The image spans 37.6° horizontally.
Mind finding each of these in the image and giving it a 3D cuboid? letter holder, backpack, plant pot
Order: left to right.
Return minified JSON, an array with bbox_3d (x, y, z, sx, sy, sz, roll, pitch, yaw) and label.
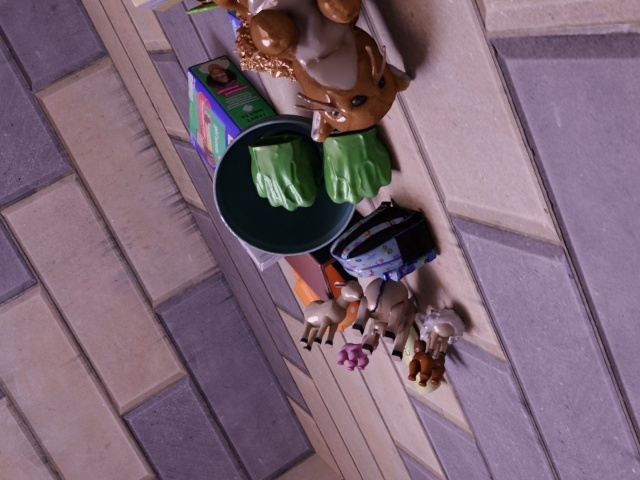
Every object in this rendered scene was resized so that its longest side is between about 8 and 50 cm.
[{"bbox_3d":[-0.070,-0.140,1.979,0.196,0.293,0.293,-91,-22,-67],"label":"plant pot"},{"bbox_3d":[0.000,0.000,2.191,0.302,0.152,0.214,46,162,39],"label":"letter holder"},{"bbox_3d":[0.115,0.016,1.816,0.158,0.173,0.116,25,142,63],"label":"backpack"}]

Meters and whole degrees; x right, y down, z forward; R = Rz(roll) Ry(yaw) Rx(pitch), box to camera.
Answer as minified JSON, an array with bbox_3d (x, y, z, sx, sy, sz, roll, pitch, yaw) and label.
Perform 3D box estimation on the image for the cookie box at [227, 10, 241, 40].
[{"bbox_3d":[-0.150,-0.445,2.029,0.107,0.040,0.091,43,157,47],"label":"cookie box"}]

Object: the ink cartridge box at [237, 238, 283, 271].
[{"bbox_3d":[-0.133,-0.004,2.133,0.122,0.089,0.052,52,167,20],"label":"ink cartridge box"}]

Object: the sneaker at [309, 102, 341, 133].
[{"bbox_3d":[0.025,-0.250,1.753,0.088,0.093,0.225,64,164,-17],"label":"sneaker"}]

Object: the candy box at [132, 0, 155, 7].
[{"bbox_3d":[-0.403,-0.634,2.172,0.182,0.088,0.316,61,-172,-10],"label":"candy box"}]

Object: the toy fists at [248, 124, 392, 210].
[{"bbox_3d":[0.000,-0.137,1.799,0.096,0.279,0.142,-57,-42,-63],"label":"toy fists"}]

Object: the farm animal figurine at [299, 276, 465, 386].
[{"bbox_3d":[0.128,0.164,1.992,0.330,0.172,0.326,17,156,5],"label":"farm animal figurine"}]

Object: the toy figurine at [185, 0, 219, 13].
[{"bbox_3d":[-0.241,-0.563,1.946,0.173,0.130,0.159,-103,-3,-73],"label":"toy figurine"}]

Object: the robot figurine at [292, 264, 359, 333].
[{"bbox_3d":[0.019,0.146,2.446,0.219,0.128,0.158,57,155,13],"label":"robot figurine"}]

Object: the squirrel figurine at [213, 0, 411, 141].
[{"bbox_3d":[-0.017,-0.354,1.502,0.370,0.281,0.397,53,-179,-17],"label":"squirrel figurine"}]

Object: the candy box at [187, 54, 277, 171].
[{"bbox_3d":[-0.204,-0.257,2.344,0.317,0.122,0.268,49,152,28],"label":"candy box"}]

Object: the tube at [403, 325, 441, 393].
[{"bbox_3d":[0.205,0.238,2.171,0.070,0.062,0.240,-18,100,33],"label":"tube"}]
